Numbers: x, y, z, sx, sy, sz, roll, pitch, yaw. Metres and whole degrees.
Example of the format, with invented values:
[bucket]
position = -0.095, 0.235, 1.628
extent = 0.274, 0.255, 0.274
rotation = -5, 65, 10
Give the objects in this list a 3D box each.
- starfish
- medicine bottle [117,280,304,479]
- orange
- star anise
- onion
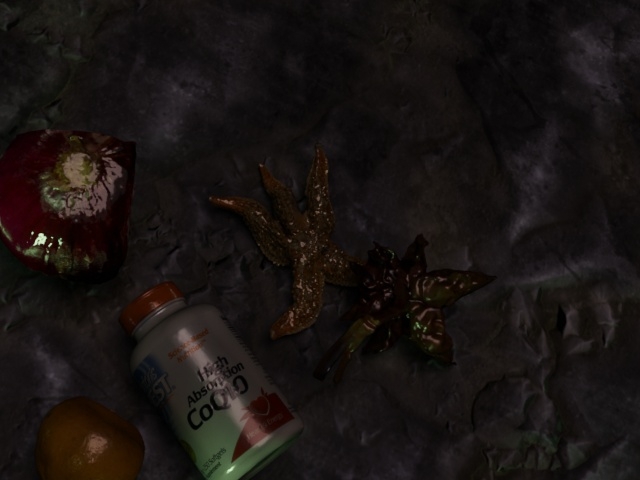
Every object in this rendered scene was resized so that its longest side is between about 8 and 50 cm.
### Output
[starfish]
position = -0.016, -0.021, 1.764
extent = 0.301, 0.084, 0.293
rotation = -23, 73, -23
[medicine bottle]
position = -0.165, 0.197, 1.554
extent = 0.157, 0.157, 0.289
rotation = -32, 76, -29
[orange]
position = -0.310, 0.283, 1.471
extent = 0.156, 0.156, 0.134
rotation = 44, 80, 8
[star anise]
position = 0.118, 0.119, 1.686
extent = 0.346, 0.148, 0.237
rotation = -27, 99, -34
[onion]
position = -0.376, -0.044, 1.588
extent = 0.206, 0.216, 0.207
rotation = 7, 68, -10
